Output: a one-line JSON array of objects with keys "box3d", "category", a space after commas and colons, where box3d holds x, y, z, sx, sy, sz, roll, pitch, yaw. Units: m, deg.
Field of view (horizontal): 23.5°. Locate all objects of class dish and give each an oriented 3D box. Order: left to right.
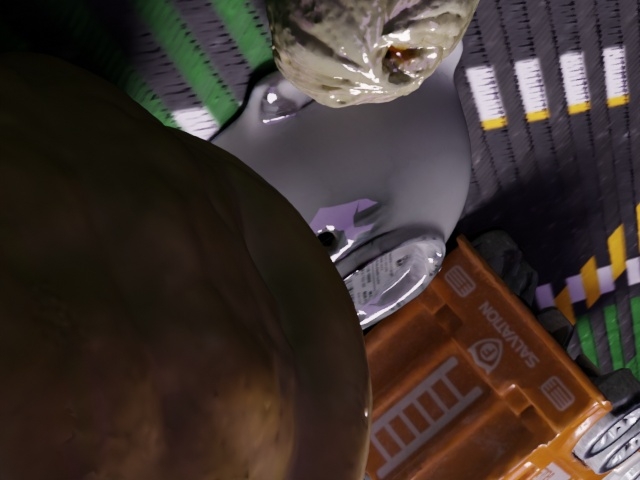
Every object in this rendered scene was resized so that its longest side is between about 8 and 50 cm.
[{"box3d": [0.000, 0.000, 0.839, 0.228, 0.086, 0.236, -17, 151, -35], "category": "dish"}]

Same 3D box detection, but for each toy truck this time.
[{"box3d": [0.140, 0.148, 1.200, 0.207, 0.173, 0.387, -41, 157, 3], "category": "toy truck"}]

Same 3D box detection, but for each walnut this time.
[{"box3d": [-0.121, 0.071, 0.597, 0.285, 0.285, 0.296, -33, 151, -2], "category": "walnut"}]

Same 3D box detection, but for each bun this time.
[{"box3d": [0.032, -0.105, 0.696, 0.115, 0.069, 0.115, -30, 158, -13], "category": "bun"}]
